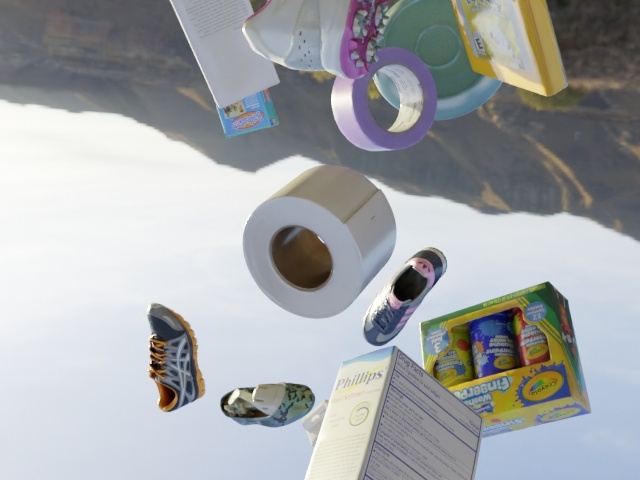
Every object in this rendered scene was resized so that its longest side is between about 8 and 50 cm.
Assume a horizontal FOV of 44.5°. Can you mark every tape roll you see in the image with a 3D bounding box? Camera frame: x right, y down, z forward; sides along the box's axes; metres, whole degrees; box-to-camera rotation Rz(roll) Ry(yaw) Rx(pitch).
[{"bbox_3d":[0.000,0.000,1.454,0.246,0.246,0.169,11,-152,23],"label":"tape roll"},{"bbox_3d":[0.121,-0.264,1.477,0.189,0.189,0.080,-1,-177,-28],"label":"tape roll"}]

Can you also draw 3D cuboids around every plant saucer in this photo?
[{"bbox_3d":[0.263,-0.427,1.745,0.318,0.317,0.044,9,174,15],"label":"plant saucer"}]

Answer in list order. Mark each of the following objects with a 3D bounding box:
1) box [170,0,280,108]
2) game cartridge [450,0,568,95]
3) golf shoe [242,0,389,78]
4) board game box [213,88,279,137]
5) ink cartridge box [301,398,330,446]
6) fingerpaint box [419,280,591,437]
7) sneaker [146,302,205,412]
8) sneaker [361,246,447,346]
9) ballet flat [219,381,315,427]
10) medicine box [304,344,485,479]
[{"bbox_3d":[-0.250,-0.532,1.874,0.168,0.345,0.215,-24,-139,-3],"label":"box"},{"bbox_3d":[0.315,-0.439,1.435,0.053,0.323,0.285,-31,-152,-6],"label":"game cartridge"},{"bbox_3d":[0.010,-0.306,0.791,0.140,0.306,0.115,5,157,21],"label":"golf shoe"},{"bbox_3d":[-0.220,-0.404,2.175,0.160,0.210,0.047,-9,-165,29],"label":"board game box"},{"bbox_3d":[0.029,0.489,2.035,0.143,0.092,0.090,33,-161,-36],"label":"ink cartridge box"},{"bbox_3d":[0.532,0.371,2.334,0.445,0.371,0.163,-22,141,30],"label":"fingerpaint box"},{"bbox_3d":[-0.262,0.206,1.359,0.084,0.214,0.083,9,-148,41],"label":"sneaker"},{"bbox_3d":[0.184,0.151,1.942,0.112,0.319,0.131,38,-153,14],"label":"sneaker"},{"bbox_3d":[-0.087,0.239,1.154,0.070,0.070,0.188,-5,167,-42],"label":"ballet flat"},{"bbox_3d":[0.138,0.385,1.400,0.263,0.289,0.149,41,137,-23],"label":"medicine box"}]
